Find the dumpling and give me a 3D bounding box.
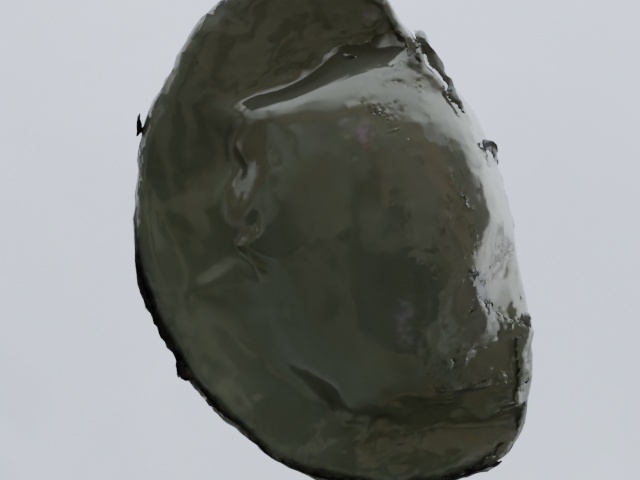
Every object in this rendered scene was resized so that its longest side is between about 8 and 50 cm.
[{"bbox_3d":[0.000,0.000,0.820,0.173,0.142,0.247,-19,-92,1],"label":"dumpling"}]
